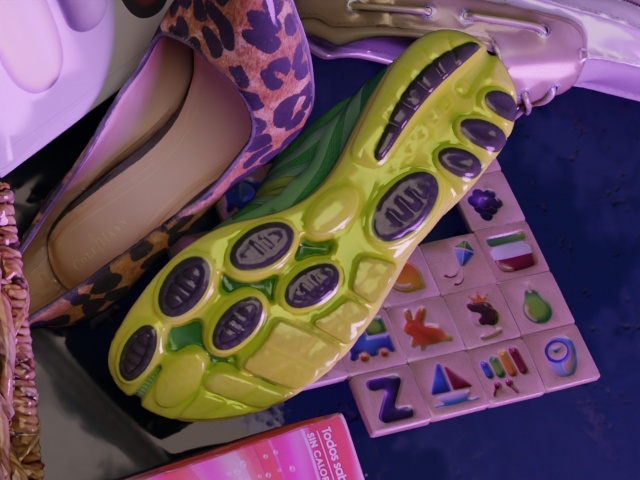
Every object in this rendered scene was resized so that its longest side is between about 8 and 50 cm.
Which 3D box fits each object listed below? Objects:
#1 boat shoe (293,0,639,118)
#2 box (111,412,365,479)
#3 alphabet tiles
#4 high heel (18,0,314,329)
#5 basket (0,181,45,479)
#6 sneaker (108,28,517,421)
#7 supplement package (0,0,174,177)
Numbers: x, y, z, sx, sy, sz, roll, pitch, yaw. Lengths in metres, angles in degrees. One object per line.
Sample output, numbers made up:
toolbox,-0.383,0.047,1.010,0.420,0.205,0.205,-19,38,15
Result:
boat shoe,0.123,-0.129,1.185,0.302,0.113,0.103,18,76,-5
box,-0.028,0.265,1.031,0.142,0.154,0.300,-16,85,-22
alphabet tiles,0.032,0.027,1.132,0.237,0.009,0.198,-12,62,-21
high heel,-0.099,-0.043,0.991,0.093,0.261,0.186,44,62,9
basket,-0.293,0.120,0.962,0.223,0.213,0.299,-4,86,-59
sneaker,0.000,0.000,1.076,0.295,0.123,0.109,-43,93,-14
supplement package,-0.178,-0.186,1.008,0.194,0.149,0.203,-40,138,-22
